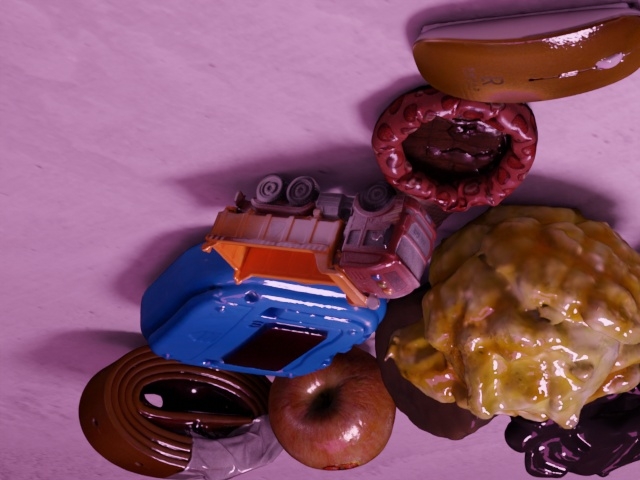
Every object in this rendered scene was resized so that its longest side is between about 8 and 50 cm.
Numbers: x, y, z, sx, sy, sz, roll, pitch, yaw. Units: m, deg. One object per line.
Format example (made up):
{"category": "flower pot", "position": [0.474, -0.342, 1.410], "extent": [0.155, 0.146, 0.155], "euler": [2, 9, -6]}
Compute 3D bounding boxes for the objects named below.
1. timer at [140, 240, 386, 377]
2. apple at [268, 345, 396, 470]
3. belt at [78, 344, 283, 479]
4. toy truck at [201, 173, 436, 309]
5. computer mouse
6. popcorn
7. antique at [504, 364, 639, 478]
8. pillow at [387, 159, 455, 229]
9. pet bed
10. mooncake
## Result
{"category": "timer", "position": [-0.084, 0.103, 2.105], "extent": [0.309, 0.115, 0.340], "euler": [10, 154, -24]}
{"category": "apple", "position": [0.021, 0.264, 2.334], "extent": [0.211, 0.211, 0.188], "euler": [-5, 158, 15]}
{"category": "belt", "position": [-0.216, 0.284, 2.383], "extent": [0.338, 0.217, 0.122], "euler": [14, 154, -29]}
{"category": "toy truck", "position": [0.000, 0.000, 1.794], "extent": [0.270, 0.135, 0.114], "euler": [5, 154, 31]}
{"category": "computer mouse", "position": [0.218, -0.190, 1.504], "extent": [0.245, 0.056, 0.126], "euler": [-5, 155, 11]}
{"category": "popcorn", "position": [0.265, 0.092, 1.860], "extent": [0.335, 0.274, 0.279], "euler": [5, 153, -6]}
{"category": "antique", "position": [0.451, 0.292, 2.397], "extent": [0.255, 0.185, 0.322], "euler": [-12, 156, 25]}
{"category": "pillow", "position": [0.137, -0.060, 1.819], "extent": [0.135, 0.034, 0.211], "euler": [19, 149, -27]}
{"category": "pet bed", "position": [0.154, -0.108, 1.664], "extent": [0.201, 0.053, 0.201], "euler": [3, 142, 2]}
{"category": "mooncake", "position": [0.187, 0.164, 2.102], "extent": [0.124, 0.228, 0.228], "euler": [-24, 170, -31]}
